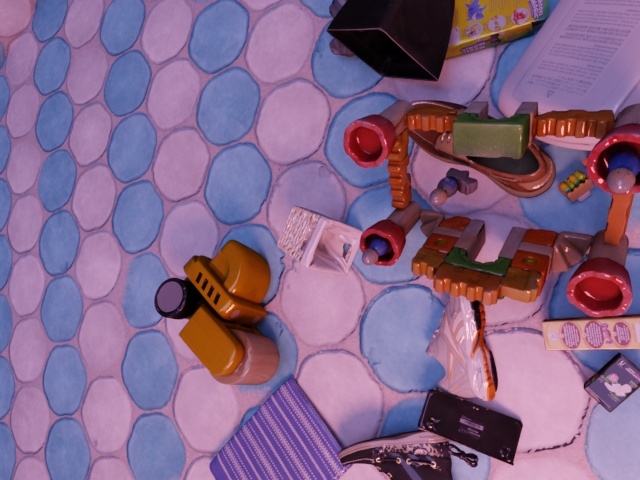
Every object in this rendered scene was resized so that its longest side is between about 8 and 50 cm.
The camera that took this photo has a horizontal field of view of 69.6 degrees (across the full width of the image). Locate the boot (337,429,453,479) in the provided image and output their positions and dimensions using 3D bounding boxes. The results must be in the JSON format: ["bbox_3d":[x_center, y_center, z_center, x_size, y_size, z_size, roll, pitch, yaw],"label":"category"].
[{"bbox_3d":[0.153,0.473,0.893,0.236,0.085,0.179,-21,64,21],"label":"boot"}]

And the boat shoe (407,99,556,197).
[{"bbox_3d":[0.300,-0.199,0.895,0.323,0.119,0.123,33,99,27],"label":"boat shoe"}]

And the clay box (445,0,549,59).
[{"bbox_3d":[0.343,-0.465,0.945,0.221,0.053,0.128,-6,80,27],"label":"clay box"}]

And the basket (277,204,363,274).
[{"bbox_3d":[0.000,0.000,1.009,0.103,0.167,0.114,27,96,35],"label":"basket"}]

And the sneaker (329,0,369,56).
[{"bbox_3d":[0.081,-0.572,1.073,0.121,0.111,0.300,6,84,33],"label":"sneaker"}]

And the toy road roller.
[{"bbox_3d":[-0.200,0.152,1.079,0.329,0.202,0.241,42,93,28],"label":"toy road roller"}]

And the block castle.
[{"bbox_3d":[0.267,-0.059,0.757,0.452,0.213,0.303,12,129,32],"label":"block castle"}]

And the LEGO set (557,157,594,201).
[{"bbox_3d":[0.546,-0.154,0.763,0.286,0.107,0.132,-8,79,27],"label":"LEGO set"}]

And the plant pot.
[{"bbox_3d":[0.159,-0.453,0.938,0.187,0.188,0.167,32,99,51],"label":"plant pot"}]

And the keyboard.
[{"bbox_3d":[0.273,0.357,0.854,0.180,0.023,0.108,19,78,9],"label":"keyboard"}]

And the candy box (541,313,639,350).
[{"bbox_3d":[0.472,0.151,0.762,0.186,0.109,0.053,-10,79,26],"label":"candy box"}]

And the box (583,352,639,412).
[{"bbox_3d":[0.491,0.235,0.767,0.083,0.062,0.052,-50,63,14],"label":"box"}]

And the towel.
[{"bbox_3d":[-0.102,0.521,1.071,0.336,0.040,0.243,-49,63,12],"label":"towel"}]

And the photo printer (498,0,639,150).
[{"bbox_3d":[0.472,-0.305,0.782,0.308,0.107,0.256,-57,37,10],"label":"photo printer"}]

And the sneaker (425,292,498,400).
[{"bbox_3d":[0.254,0.175,0.887,0.120,0.099,0.263,-13,76,31],"label":"sneaker"}]
